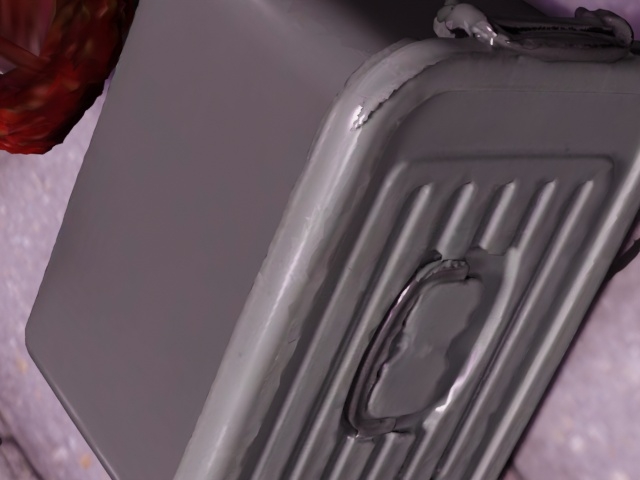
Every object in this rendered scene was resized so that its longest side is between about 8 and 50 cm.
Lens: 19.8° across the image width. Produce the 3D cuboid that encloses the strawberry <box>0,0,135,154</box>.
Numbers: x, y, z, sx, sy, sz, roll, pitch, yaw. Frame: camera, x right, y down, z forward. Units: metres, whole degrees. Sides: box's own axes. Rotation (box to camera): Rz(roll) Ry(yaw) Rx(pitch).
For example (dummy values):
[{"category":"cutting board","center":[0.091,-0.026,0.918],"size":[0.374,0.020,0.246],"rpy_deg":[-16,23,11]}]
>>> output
[{"category":"strawberry","center":[-0.154,-0.164,0.679],"size":[0.238,0.250,0.288],"rpy_deg":[-59,36,25]}]

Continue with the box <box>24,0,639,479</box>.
[{"category":"box","center":[0.000,0.000,0.652],"size":[0.135,0.163,0.243],"rpy_deg":[45,124,36]}]
